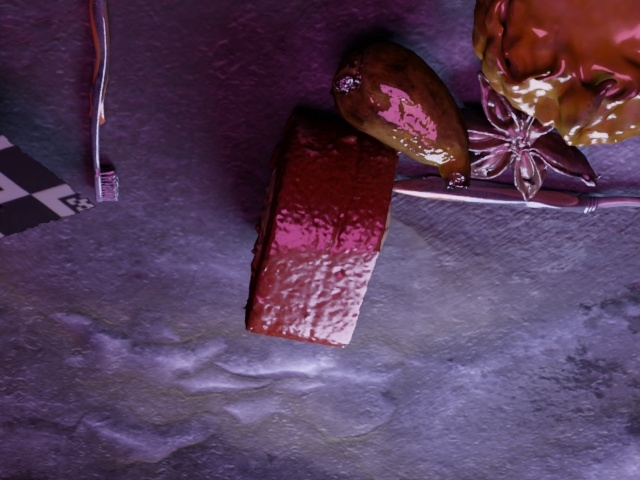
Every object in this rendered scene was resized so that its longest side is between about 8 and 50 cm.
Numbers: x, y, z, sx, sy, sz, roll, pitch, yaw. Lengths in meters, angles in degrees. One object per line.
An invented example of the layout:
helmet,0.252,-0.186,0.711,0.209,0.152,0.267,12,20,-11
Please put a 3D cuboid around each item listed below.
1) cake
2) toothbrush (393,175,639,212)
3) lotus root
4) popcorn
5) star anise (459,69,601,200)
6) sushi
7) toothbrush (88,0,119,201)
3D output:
cake,0.000,0.000,1.771,0.151,0.177,0.283,10,133,-11
toothbrush,0.268,-0.048,1.828,0.375,0.028,0.037,6,143,-6
lotus root,0.097,-0.135,1.670,0.191,0.094,0.108,39,145,-12
popcorn,0.272,-0.208,1.535,0.250,0.190,0.250,5,108,17
star anise,0.210,-0.122,1.734,0.172,0.063,0.208,-10,138,16
sushi,-0.466,-0.128,1.710,0.296,0.100,0.373,-17,144,29
toothbrush,-0.243,-0.158,1.719,0.031,0.023,0.321,-3,137,-7
